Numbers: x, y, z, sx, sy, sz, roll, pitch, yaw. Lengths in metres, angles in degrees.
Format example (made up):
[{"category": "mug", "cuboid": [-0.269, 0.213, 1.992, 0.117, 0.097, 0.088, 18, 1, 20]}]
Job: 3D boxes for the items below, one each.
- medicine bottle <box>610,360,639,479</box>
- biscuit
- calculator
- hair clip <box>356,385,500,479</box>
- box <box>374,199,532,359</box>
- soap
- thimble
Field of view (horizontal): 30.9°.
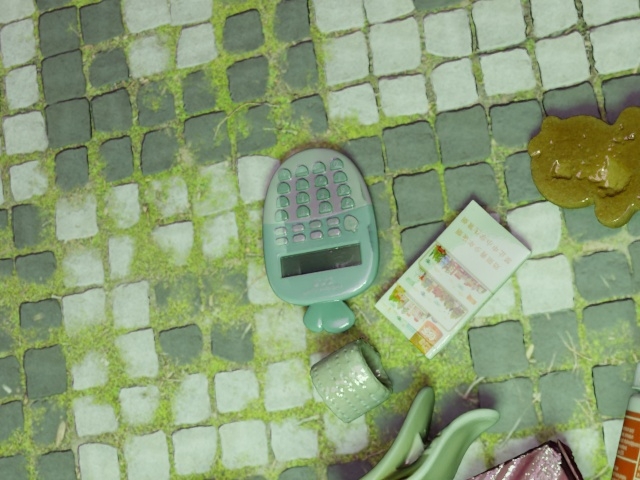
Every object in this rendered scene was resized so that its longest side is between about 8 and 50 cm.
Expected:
[{"category": "medicine bottle", "cuboid": [0.508, 0.296, 1.486, 0.253, 0.252, 0.240, 13, 86, 19]}, {"category": "biscuit", "cuboid": [0.413, -0.108, 1.672, 0.249, 0.035, 0.184, 8, 76, 31]}, {"category": "calculator", "cuboid": [0.000, 0.000, 1.803, 0.186, 0.041, 0.298, -11, 76, 15]}, {"category": "hair clip", "cuboid": [0.129, 0.326, 1.658, 0.113, 0.172, 0.282, 36, 81, 27]}, {"category": "box", "cuboid": [0.198, 0.060, 1.737, 0.220, 0.032, 0.122, -47, 72, 5]}, {"category": "soap", "cuboid": [0.265, 0.404, 1.617, 0.182, 0.112, 0.289, 30, 91, 19]}, {"category": "thimble", "cuboid": [0.049, 0.207, 1.715, 0.090, 0.115, 0.102, -33, 76, 11]}]
